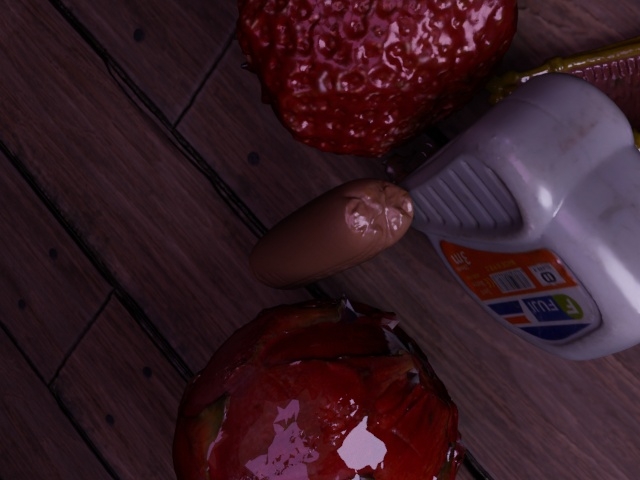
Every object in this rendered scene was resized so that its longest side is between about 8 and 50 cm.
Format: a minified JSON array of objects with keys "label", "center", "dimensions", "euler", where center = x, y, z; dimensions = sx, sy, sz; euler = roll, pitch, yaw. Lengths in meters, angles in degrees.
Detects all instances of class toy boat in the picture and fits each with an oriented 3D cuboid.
[{"label":"toy boat","center":[0.310,-0.140,0.611],"dimensions":[0.317,0.099,0.141],"euler":[-4,62,36]}]

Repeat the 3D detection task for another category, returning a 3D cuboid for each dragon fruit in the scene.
[{"label":"dragon fruit","center":[-0.001,0.212,0.749],"dimensions":[0.301,0.295,0.296],"euler":[-39,79,8]}]

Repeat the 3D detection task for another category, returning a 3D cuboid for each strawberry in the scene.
[{"label":"strawberry","center":[0.059,-0.217,0.660],"dimensions":[0.276,0.257,0.258],"euler":[-18,90,41]}]

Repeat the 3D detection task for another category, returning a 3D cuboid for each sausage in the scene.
[{"label":"sausage","center":[-0.001,0.000,0.756],"dimensions":[0.289,0.086,0.086],"euler":[-25,86,62]}]

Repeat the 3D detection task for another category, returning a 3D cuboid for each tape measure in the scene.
[{"label":"tape measure","center":[0.196,-0.019,0.630],"dimensions":[0.130,0.258,0.265],"euler":[-40,91,-16]}]
